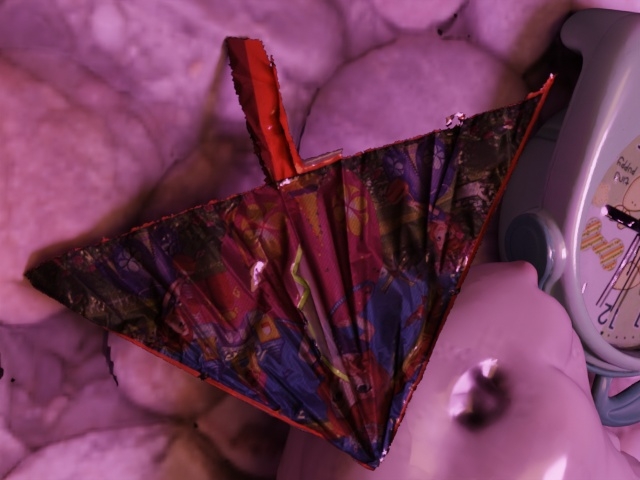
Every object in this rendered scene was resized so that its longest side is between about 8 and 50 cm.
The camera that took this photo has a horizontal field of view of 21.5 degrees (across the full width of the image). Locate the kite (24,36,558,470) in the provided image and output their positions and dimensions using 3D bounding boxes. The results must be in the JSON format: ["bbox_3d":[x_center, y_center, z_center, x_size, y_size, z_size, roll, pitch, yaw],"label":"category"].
[{"bbox_3d":[0.000,0.000,0.674,0.232,0.009,0.189,-17,75,-8],"label":"kite"}]

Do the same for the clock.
[{"bbox_3d":[0.148,-0.007,0.806,0.148,0.060,0.188,27,87,-37],"label":"clock"}]

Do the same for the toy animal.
[{"bbox_3d":[0.103,0.182,0.761,0.258,0.194,0.357,-37,110,19],"label":"toy animal"}]
